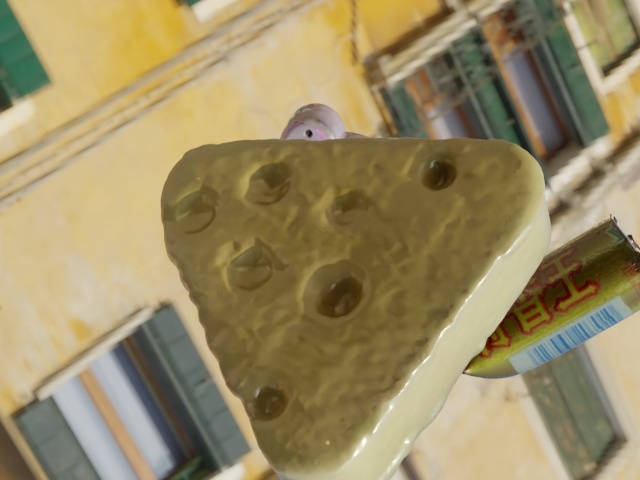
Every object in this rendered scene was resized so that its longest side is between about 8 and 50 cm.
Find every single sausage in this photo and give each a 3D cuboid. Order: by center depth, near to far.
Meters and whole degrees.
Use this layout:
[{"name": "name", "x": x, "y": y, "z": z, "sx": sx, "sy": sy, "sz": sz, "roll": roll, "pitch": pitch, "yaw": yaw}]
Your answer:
[{"name": "sausage", "x": 0.266, "y": 0.089, "z": 1.765, "sx": 0.317, "sy": 0.117, "sz": 0.125, "roll": -30, "pitch": -145, "yaw": 12}]

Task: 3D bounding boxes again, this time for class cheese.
[{"name": "cheese", "x": -0.006, "y": 0.027, "z": 1.369, "sx": 0.384, "sy": 0.104, "sz": 0.384, "roll": -6, "pitch": -120, "yaw": 10}]

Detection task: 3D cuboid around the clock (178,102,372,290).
[{"name": "clock", "x": 0.000, "y": 0.000, "z": 1.840, "sx": 0.322, "sy": 0.295, "sz": 0.113, "roll": -55, "pitch": -172, "yaw": 30}]
